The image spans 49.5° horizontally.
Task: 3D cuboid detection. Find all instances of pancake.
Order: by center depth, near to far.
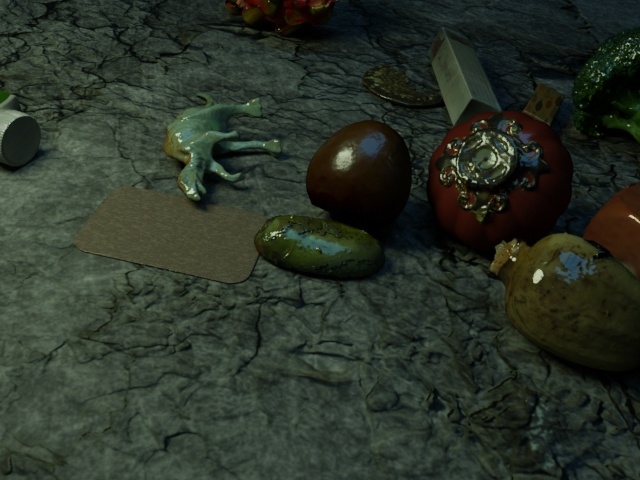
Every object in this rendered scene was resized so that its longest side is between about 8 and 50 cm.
[{"bbox_3d":[0.182,-0.343,1.537,0.184,0.020,0.190,3,39,-6],"label":"pancake"}]

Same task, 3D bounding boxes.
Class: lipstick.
[{"bbox_3d":[0.307,-0.353,1.513,0.080,0.076,0.371,20,35,-15],"label":"lipstick"}]

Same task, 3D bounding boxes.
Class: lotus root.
[{"bbox_3d":[0.342,0.079,0.914,0.257,0.154,0.140,28,20,12],"label":"lotus root"}]

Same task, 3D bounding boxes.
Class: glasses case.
[{"bbox_3d":[0.476,-0.282,1.496,0.064,0.041,0.170,30,41,9],"label":"glasses case"}]

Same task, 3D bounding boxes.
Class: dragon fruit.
[{"bbox_3d":[-0.093,-0.617,1.665,0.307,0.243,0.227,15,76,2],"label":"dragon fruit"}]

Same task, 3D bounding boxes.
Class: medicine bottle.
[{"bbox_3d":[-0.565,-0.191,1.144,0.188,0.088,0.132,20,39,16],"label":"medicine bottle"}]

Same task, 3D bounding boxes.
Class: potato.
[{"bbox_3d":[0.000,0.000,1.034,0.198,0.054,0.119,18,35,10],"label":"potato"}]

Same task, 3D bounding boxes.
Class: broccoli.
[{"bbox_3d":[0.662,-0.288,1.402,0.297,0.297,0.297,-11,73,-23],"label":"broccoli"}]

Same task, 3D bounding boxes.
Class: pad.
[{"bbox_3d":[-0.218,-0.014,1.051,0.266,0.002,0.176,12,38,5],"label":"pad"}]

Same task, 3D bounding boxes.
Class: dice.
[{"bbox_3d":[0.494,0.020,1.005,0.175,0.174,0.179,-15,44,-25],"label":"dice"}]

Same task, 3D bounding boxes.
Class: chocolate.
[{"bbox_3d":[0.066,-0.106,1.083,0.176,0.177,0.177,5,38,-4],"label":"chocolate"}]

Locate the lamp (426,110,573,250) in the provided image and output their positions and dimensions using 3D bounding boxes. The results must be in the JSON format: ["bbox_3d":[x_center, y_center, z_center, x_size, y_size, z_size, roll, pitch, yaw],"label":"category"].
[{"bbox_3d":[0.280,-0.091,1.089,0.227,0.227,0.227,5,38,-4],"label":"lamp"}]

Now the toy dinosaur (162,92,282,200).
[{"bbox_3d":[-0.186,-0.202,1.239,0.205,0.092,0.393,-11,44,-16],"label":"toy dinosaur"}]
